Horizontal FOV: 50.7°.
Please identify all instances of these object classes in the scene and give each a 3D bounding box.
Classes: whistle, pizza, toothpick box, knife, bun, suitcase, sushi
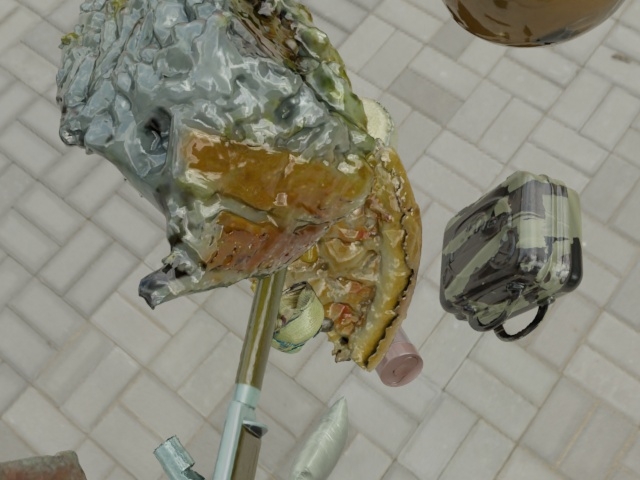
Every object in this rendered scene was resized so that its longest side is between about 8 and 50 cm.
[{"bbox_3d":[-0.220,0.525,1.325,0.062,0.062,0.312,-36,76,-11],"label":"whistle"},{"bbox_3d":[0.032,0.005,1.182,0.435,0.080,0.392,36,116,-13],"label":"pizza"},{"bbox_3d":[0.147,0.228,1.456,0.098,0.098,0.149,-21,39,-5],"label":"toothpick box"},{"bbox_3d":[-0.049,0.136,0.469,0.027,0.061,0.343,4,63,15],"label":"knife"},{"bbox_3d":[0.065,-0.244,1.743,0.287,0.146,0.287,-6,54,9],"label":"bun"},{"bbox_3d":[0.416,0.057,1.490,0.194,0.351,0.339,19,60,-18],"label":"suitcase"},{"bbox_3d":[-0.060,-0.089,0.440,0.139,0.184,0.274,-44,44,22],"label":"sushi"}]

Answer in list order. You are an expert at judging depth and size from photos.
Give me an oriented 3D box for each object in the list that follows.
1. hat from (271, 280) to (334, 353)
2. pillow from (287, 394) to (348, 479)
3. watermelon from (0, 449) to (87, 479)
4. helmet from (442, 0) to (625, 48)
[{"bbox_3d":[-0.029,0.094,0.770,0.077,0.076,0.059,-33,110,4],"label":"hat"},{"bbox_3d":[0.000,0.473,1.521,0.078,0.144,0.254,18,37,20],"label":"pillow"},{"bbox_3d":[-0.249,0.301,0.521,0.151,0.302,0.264,-25,87,32],"label":"watermelon"},{"bbox_3d":[0.194,-0.265,0.651,0.224,0.198,0.130,8,58,35],"label":"helmet"}]
